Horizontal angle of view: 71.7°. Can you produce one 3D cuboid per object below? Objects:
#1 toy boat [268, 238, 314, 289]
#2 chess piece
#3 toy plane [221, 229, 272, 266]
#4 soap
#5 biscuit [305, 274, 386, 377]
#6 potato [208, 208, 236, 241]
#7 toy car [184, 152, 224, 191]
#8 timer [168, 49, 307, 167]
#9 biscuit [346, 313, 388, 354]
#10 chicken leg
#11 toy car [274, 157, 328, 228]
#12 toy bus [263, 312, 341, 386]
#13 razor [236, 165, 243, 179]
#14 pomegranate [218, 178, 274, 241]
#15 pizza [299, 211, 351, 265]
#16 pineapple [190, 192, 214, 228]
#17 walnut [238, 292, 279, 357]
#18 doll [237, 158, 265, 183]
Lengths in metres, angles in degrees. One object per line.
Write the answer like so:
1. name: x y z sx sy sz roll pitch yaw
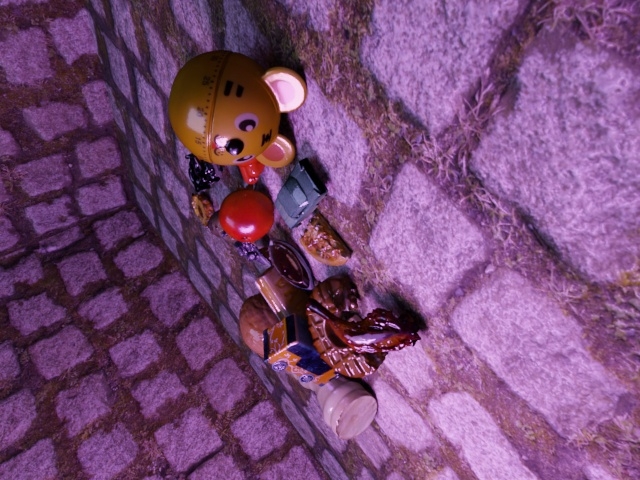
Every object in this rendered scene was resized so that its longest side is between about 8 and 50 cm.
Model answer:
1. toy boat: -0.117 0.097 1.800 0.262 0.114 0.115 51 -172 16
2. chess piece: 0.029 0.641 1.962 0.442 0.234 0.234 35 143 47
3. toy plane: -0.339 0.007 1.922 0.204 0.103 0.316 23 166 49
4. soap: -0.141 0.231 1.857 0.089 0.173 0.274 -26 100 37
5. biscuit: 0.067 0.315 1.592 0.268 0.115 0.366 -34 75 43
6. potato: -0.426 -0.083 2.060 0.262 0.165 0.164 17 130 56
7. toy car: -0.544 -0.341 2.064 0.301 0.118 0.193 -17 93 62
8. timer: -0.248 -0.387 1.353 0.387 0.375 0.376 15 146 -4
9. biscuit: 0.169 0.352 1.617 0.188 0.052 0.056 46 138 24
10. chicken leg: 0.121 0.278 1.420 0.407 0.096 0.157 9 99 31
11. toy car: -0.081 -0.149 1.505 0.141 0.097 0.321 58 152 7
12. toy bus: -0.054 0.439 1.760 0.323 0.194 0.161 35 -152 -33
13. razor: -0.283 -0.279 1.789 0.135 0.040 0.068 14 128 45
14. pomegranate: -0.294 -0.120 1.780 0.221 0.221 0.256 -19 68 62
15. pizza: 0.000 0.000 1.554 0.292 0.058 0.197 24 135 48
16. pineapple: -0.629 -0.169 2.404 0.225 0.076 0.224 39 143 37
17. walnut: -0.220 0.376 2.010 0.333 0.333 0.332 39 146 34
18. doll: -0.282 -0.335 1.631 0.161 0.130 0.290 21 139 46
